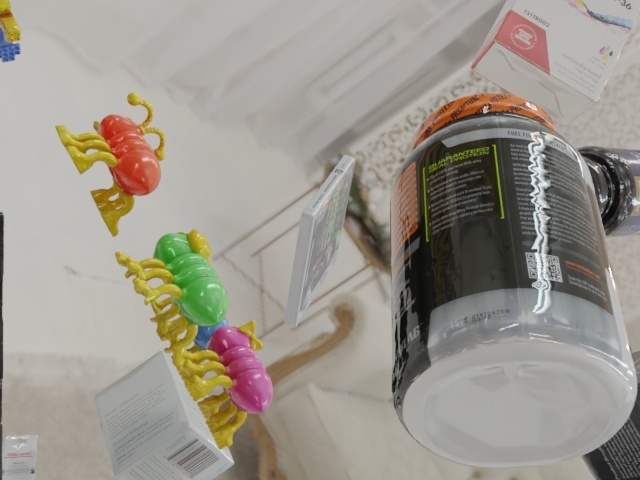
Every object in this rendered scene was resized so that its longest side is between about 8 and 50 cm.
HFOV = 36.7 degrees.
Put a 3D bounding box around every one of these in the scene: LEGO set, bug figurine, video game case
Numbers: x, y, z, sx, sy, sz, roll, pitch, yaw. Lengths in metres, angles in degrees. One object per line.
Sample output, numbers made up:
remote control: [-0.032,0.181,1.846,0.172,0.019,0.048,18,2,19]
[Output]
LEGO set: [-0.501,-0.315,1.471,0.087,0.227,0.093,-18,56,-25]
bug figurine: [-0.106,0.031,0.753,0.216,0.072,0.279,56,-12,43]
video game case: [0.000,0.000,1.343,0.022,0.190,0.173,18,36,12]

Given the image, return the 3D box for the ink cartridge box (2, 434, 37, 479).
ink cartridge box: [-0.390,0.286,1.224,0.048,0.028,0.083,8,87,-43]

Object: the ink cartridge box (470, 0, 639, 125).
ink cartridge box: [0.246,-0.228,0.953,0.115,0.067,0.198,30,69,-3]

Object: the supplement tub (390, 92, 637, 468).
supplement tub: [0.095,0.014,0.518,0.117,0.117,0.190,41,36,-32]

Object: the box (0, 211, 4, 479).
box: [-0.341,0.097,0.831,0.060,0.270,0.216,4,81,-35]

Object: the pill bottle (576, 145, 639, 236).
pill bottle: [0.376,-0.063,1.282,0.219,0.123,0.123,-4,60,-48]

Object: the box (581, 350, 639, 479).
box: [0.384,0.172,1.024,0.153,0.207,0.108,-26,83,-31]

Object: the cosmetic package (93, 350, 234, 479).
cosmetic package: [-0.268,0.322,1.644,0.151,0.151,0.184,54,3,-42]
